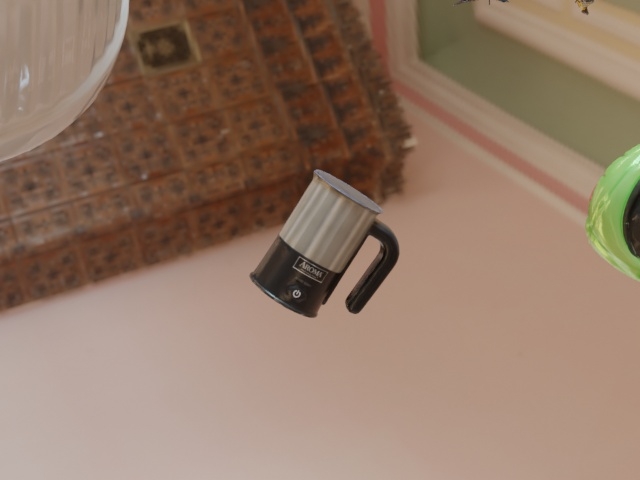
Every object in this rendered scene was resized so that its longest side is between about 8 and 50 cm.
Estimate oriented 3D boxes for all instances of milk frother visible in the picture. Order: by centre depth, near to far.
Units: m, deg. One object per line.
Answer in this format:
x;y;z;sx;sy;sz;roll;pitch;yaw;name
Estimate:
0.000;0.000;1.314;0.134;0.129;0.143;-57;-147;9;milk frother

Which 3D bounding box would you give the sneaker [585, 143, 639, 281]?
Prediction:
0.523;-0.077;1.342;0.202;0.483;0.185;54;-9;28;sneaker

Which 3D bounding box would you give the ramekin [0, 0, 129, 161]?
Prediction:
-0.181;-0.143;0.541;0.207;0.207;0.109;63;-30;23;ramekin

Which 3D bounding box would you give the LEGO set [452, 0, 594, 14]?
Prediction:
0.307;-0.410;1.672;0.255;0.331;0.192;-120;-161;-59;LEGO set
